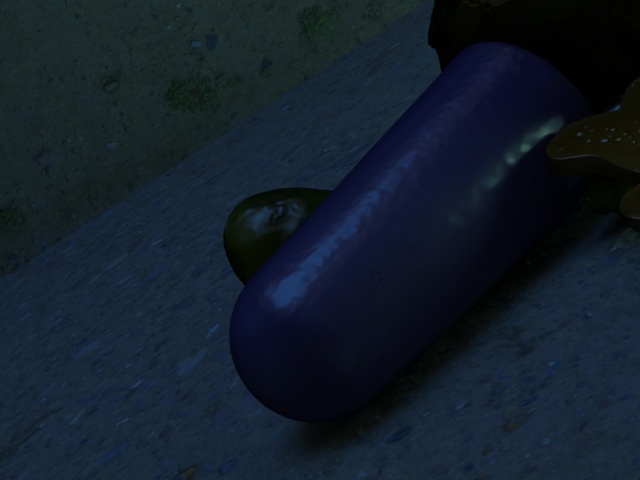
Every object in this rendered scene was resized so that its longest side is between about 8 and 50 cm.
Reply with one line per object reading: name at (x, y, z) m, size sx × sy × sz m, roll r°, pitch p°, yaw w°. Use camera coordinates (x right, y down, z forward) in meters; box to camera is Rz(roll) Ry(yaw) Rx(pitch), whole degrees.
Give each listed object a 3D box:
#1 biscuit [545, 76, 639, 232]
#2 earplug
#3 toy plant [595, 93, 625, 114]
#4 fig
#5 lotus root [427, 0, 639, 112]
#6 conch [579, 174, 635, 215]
biscuit at (0.359, -0.067, 1.277) m, size 0.216 × 0.047 × 0.340 m, roll -34°, pitch 32°, yaw -14°
earplug at (0.086, 0.004, 1.433) m, size 0.456 × 0.215 × 0.215 m, roll -43°, pitch 18°, yaw -26°
toy plant at (0.375, -0.133, 1.475) m, size 0.162 × 0.092 × 0.093 m, roll -25°, pitch 16°, yaw 32°
fig at (-0.010, 0.014, 1.739) m, size 0.234 × 0.167 × 0.167 m, roll 7°, pitch 21°, yaw 4°
lotus root at (0.247, -0.210, 1.587) m, size 0.267 × 0.260 × 0.149 m, roll -26°, pitch 47°, yaw 63°
conch at (0.314, -0.063, 1.406) m, size 0.121 × 0.074 × 0.089 m, roll -34°, pitch 25°, yaw 11°
